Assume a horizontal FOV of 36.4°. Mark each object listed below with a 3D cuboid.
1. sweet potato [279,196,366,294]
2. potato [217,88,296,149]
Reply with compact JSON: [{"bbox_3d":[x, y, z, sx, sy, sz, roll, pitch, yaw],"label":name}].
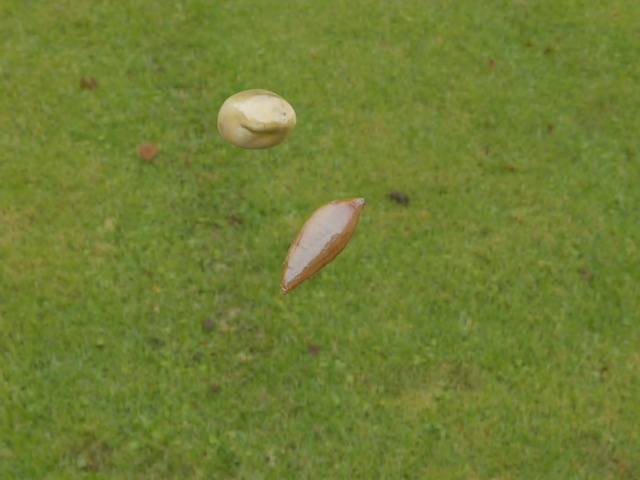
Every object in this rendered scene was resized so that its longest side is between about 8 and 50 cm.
[{"bbox_3d":[0.000,0.000,0.687,0.034,0.034,0.095,24,63,31],"label":"sweet potato"},{"bbox_3d":[-0.057,-0.113,0.897,0.068,0.062,0.083,-39,9,-25],"label":"potato"}]
